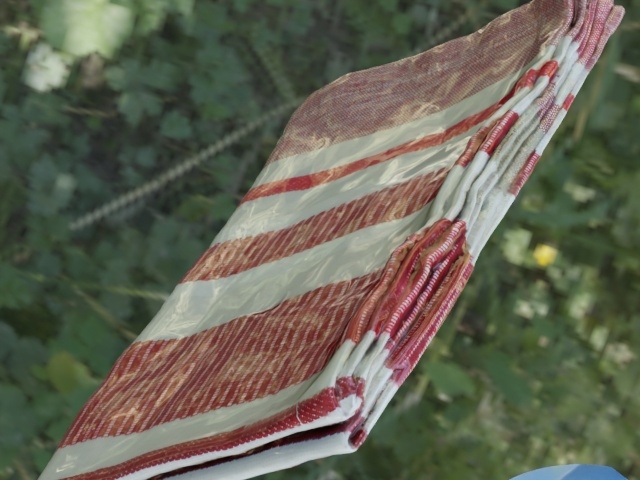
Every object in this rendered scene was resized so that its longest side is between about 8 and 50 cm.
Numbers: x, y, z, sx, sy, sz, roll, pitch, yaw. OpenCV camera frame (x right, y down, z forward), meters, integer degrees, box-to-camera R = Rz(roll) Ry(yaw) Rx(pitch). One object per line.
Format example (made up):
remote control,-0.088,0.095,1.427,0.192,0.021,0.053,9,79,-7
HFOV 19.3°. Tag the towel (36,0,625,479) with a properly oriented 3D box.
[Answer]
towel,0.000,0.000,0.933,0.037,0.237,0.329,51,46,-18

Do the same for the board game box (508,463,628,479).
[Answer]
board game box,0.147,0.191,0.973,0.133,0.169,0.033,-36,151,-35
